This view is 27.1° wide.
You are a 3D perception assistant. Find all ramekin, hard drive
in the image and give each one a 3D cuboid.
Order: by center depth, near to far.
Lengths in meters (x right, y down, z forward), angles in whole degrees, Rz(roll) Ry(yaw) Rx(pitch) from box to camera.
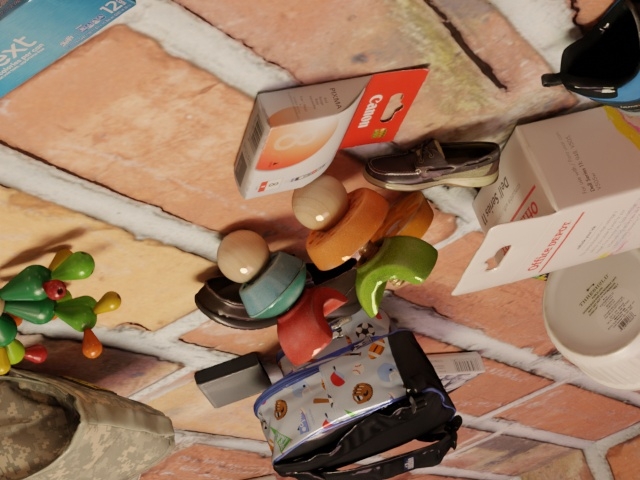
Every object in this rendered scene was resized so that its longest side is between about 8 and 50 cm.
[{"bbox_3d":[0.387,0.083,1.726,0.207,0.207,0.109,-32,146,28],"label":"ramekin"},{"bbox_3d":[-0.125,0.205,1.934,0.094,0.022,0.135,-20,158,-1],"label":"hard drive"}]

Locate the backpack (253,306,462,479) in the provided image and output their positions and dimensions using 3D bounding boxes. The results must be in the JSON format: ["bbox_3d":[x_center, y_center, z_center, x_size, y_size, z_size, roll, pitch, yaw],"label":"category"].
[{"bbox_3d":[0.038,0.229,1.882,0.263,0.213,0.276,-30,151,3],"label":"backpack"}]

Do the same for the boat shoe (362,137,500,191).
[{"bbox_3d":[0.121,-0.087,1.426,0.152,0.056,0.049,-5,129,-15],"label":"boat shoe"}]

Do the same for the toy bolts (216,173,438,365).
[{"bbox_3d":[0.000,0.000,1.473,0.228,0.158,0.218,-39,-164,27],"label":"toy bolts"}]

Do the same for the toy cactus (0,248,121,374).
[{"bbox_3d":[-0.320,0.079,1.393,0.180,0.112,0.219,8,155,-32],"label":"toy cactus"}]

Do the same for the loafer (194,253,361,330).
[{"bbox_3d":[-0.047,0.050,1.589,0.220,0.080,0.078,-6,122,-29],"label":"loafer"}]

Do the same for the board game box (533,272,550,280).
[{"bbox_3d":[0.360,0.005,1.841,0.141,0.048,0.170,-34,154,28],"label":"board game box"}]

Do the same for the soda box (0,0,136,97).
[{"bbox_3d":[-0.237,-0.152,0.941,0.210,0.067,0.071,-30,156,23],"label":"soda box"}]

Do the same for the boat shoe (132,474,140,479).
[{"bbox_3d":[-0.374,0.349,2.010,0.099,0.116,0.319,19,179,22],"label":"boat shoe"}]

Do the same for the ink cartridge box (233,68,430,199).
[{"bbox_3d":[0.013,-0.103,1.301,0.179,0.045,0.145,-9,157,-18],"label":"ink cartridge box"}]

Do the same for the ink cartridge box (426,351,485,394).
[{"bbox_3d":[0.138,0.252,2.239,0.206,0.045,0.208,0,152,-41],"label":"ink cartridge box"}]

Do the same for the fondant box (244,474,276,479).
[{"bbox_3d":[-0.157,0.625,2.482,0.238,0.330,0.096,-5,154,-31],"label":"fondant box"}]

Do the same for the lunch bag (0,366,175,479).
[{"bbox_3d":[-0.351,0.255,1.667,0.287,0.169,0.235,-21,158,16],"label":"lunch bag"}]

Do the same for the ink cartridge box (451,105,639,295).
[{"bbox_3d":[0.312,-0.061,1.547,0.353,0.119,0.207,-14,158,-16],"label":"ink cartridge box"}]

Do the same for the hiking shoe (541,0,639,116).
[{"bbox_3d":[0.355,-0.209,1.244,0.132,0.113,0.304,-2,152,-39],"label":"hiking shoe"}]
